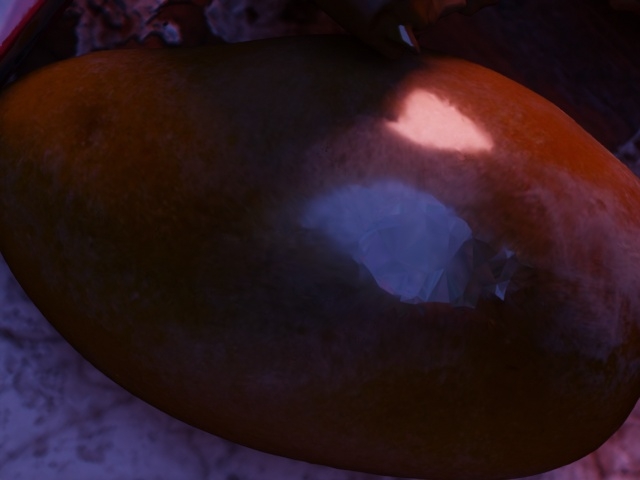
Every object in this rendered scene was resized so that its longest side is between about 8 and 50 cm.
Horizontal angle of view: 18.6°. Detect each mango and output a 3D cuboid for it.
[{"bbox_3d":[0.000,0.000,0.998,0.384,0.199,0.221,19,92,5],"label":"mango"}]

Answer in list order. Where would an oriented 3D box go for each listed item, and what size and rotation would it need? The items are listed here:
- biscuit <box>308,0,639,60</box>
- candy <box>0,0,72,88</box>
[{"bbox_3d":[0.102,-0.214,1.041,0.366,0.115,0.268,-7,51,-37],"label":"biscuit"},{"bbox_3d":[-0.207,-0.161,1.022,0.157,0.100,0.306,39,85,-2],"label":"candy"}]
